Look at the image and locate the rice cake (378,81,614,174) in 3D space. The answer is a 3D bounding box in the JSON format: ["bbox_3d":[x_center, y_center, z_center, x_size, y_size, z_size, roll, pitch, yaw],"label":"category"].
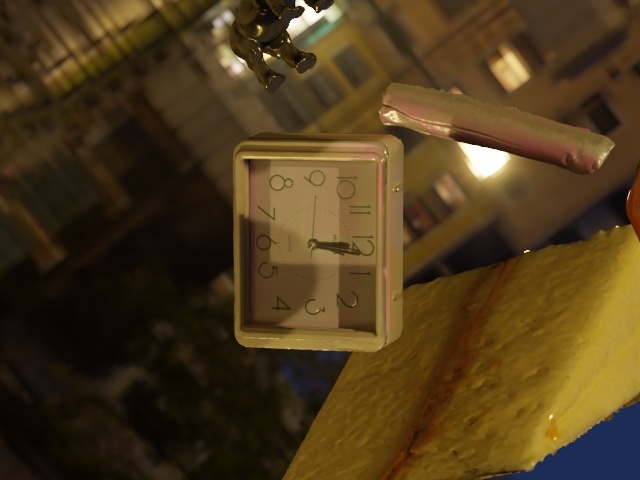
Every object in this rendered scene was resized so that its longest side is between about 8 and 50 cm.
[{"bbox_3d":[0.186,-0.122,2.045,0.049,0.270,0.055,45,64,-70],"label":"rice cake"}]

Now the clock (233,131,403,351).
[{"bbox_3d":[0.000,0.000,1.706,0.147,0.192,0.071,2,-172,14],"label":"clock"}]

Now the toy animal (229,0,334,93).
[{"bbox_3d":[-0.026,-0.170,1.269,0.047,0.065,0.135,-21,145,-35],"label":"toy animal"}]

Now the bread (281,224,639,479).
[{"bbox_3d":[0.190,0.186,1.947,0.346,0.242,0.405,-9,-133,41],"label":"bread"}]

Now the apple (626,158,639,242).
[{"bbox_3d":[0.302,-0.020,1.320,0.158,0.147,0.156,-32,-176,45],"label":"apple"}]
